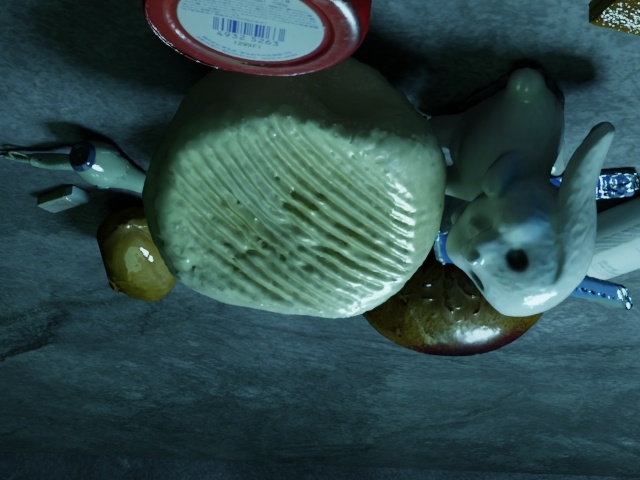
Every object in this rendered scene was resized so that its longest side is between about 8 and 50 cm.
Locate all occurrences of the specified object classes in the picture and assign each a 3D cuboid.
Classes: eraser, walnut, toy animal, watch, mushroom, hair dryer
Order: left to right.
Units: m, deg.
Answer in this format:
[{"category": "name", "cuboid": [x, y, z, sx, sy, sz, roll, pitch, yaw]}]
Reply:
[{"category": "eraser", "cuboid": [-0.397, -0.064, 2.007, 0.083, 0.019, 0.038, -13, 151, 38]}, {"category": "hair dryer", "cuboid": [-0.341, -0.101, 1.872, 0.199, 0.067, 0.167, 2, 167, 39]}, {"category": "walnut", "cuboid": [-0.285, 0.024, 2.054, 0.137, 0.137, 0.245, 3, 151, 5]}, {"category": "mushroom", "cuboid": [0.192, 0.046, 1.885, 0.297, 0.278, 0.163, -3, 119, -3]}, {"category": "toy animal", "cuboid": [0.236, -0.054, 1.589, 0.174, 0.289, 0.249, 15, 177, -28]}, {"category": "watch", "cuboid": [0.279, 0.002, 1.721, 0.274, 0.276, 0.068, 0, 125, 17]}]

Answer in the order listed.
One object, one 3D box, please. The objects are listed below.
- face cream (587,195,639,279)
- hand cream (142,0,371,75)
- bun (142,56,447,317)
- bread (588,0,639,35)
[{"category": "face cream", "cuboid": [0.494, -0.032, 1.782, 0.102, 0.102, 0.345, 16, 157, -26]}, {"category": "hand cream", "cuboid": [-0.057, -0.266, 1.244, 0.230, 0.149, 0.230, 6, 161, 2]}, {"category": "bun", "cuboid": [-0.033, -0.077, 1.564, 0.352, 0.227, 0.349, -38, 116, 22]}, {"category": "bread", "cuboid": [0.341, -0.247, 1.354, 0.094, 0.035, 0.090, 10, 159, -14]}]
